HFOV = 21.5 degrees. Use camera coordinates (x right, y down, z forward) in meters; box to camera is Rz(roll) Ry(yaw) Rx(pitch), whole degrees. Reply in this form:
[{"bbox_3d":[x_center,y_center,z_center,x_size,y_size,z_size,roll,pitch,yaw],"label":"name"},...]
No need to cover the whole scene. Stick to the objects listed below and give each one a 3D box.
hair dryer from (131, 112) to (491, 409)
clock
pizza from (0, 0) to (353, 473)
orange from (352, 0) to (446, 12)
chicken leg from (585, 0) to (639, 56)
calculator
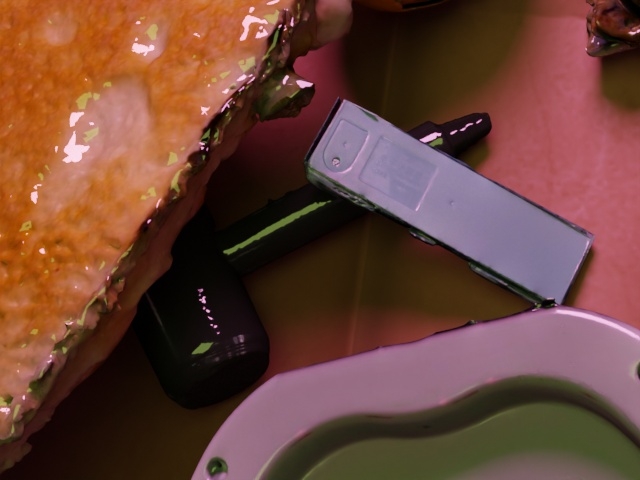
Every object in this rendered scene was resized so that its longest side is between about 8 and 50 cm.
[{"bbox_3d":[-0.001,-0.001,1.005,0.248,0.070,0.114,-26,68,-4],"label":"hair dryer"},{"bbox_3d":[0.076,0.199,0.731,0.338,0.102,0.339,-8,70,22],"label":"clock"},{"bbox_3d":[-0.166,-0.070,0.995,0.392,0.080,0.435,-33,54,3],"label":"pizza"},{"bbox_3d":[0.054,-0.213,0.999,0.156,0.156,0.134,-41,60,-1],"label":"orange"},{"bbox_3d":[0.238,-0.120,0.973,0.196,0.080,0.125,43,97,13],"label":"chicken leg"},{"bbox_3d":[0.073,-0.020,0.976,0.172,0.018,0.057,28,77,-2],"label":"calculator"}]
